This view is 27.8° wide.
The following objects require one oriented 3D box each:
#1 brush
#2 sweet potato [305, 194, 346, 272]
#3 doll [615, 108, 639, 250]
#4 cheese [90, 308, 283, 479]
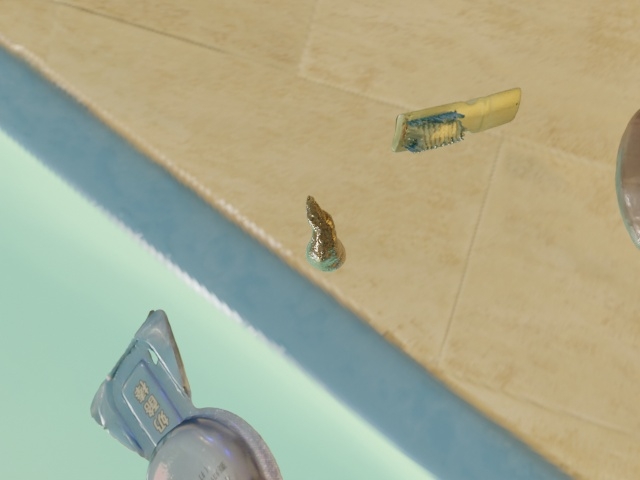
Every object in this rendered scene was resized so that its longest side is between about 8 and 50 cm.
[{"bbox_3d":[0.059,-0.049,0.527,0.013,0.084,0.016,24,118,35],"label":"brush"},{"bbox_3d":[0.003,0.005,1.215,0.038,0.153,0.041,-27,69,-3],"label":"sweet potato"},{"bbox_3d":[0.262,-0.040,0.810,0.145,0.188,0.096,59,154,-10],"label":"doll"},{"bbox_3d":[-0.096,0.174,0.988,0.135,0.052,0.244,-53,55,21],"label":"cheese"}]
